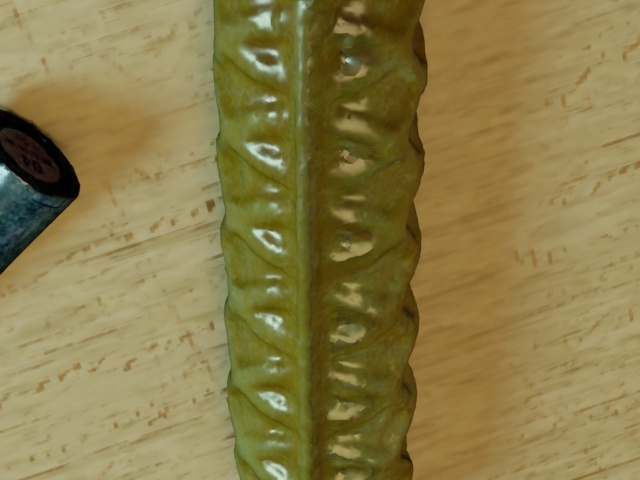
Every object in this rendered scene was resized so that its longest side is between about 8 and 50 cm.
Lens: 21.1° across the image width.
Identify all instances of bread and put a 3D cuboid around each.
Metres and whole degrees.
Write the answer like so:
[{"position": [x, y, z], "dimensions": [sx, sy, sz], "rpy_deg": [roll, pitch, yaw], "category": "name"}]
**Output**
[{"position": [0.001, 0.000, 0.749], "dimensions": [0.077, 0.084, 0.367], "rpy_deg": [-39, 139, -43], "category": "bread"}]

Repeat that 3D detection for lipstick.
[{"position": [-0.193, 0.044, 0.741], "dimensions": [0.053, 0.053, 0.234], "rpy_deg": [31, 113, -29], "category": "lipstick"}]
